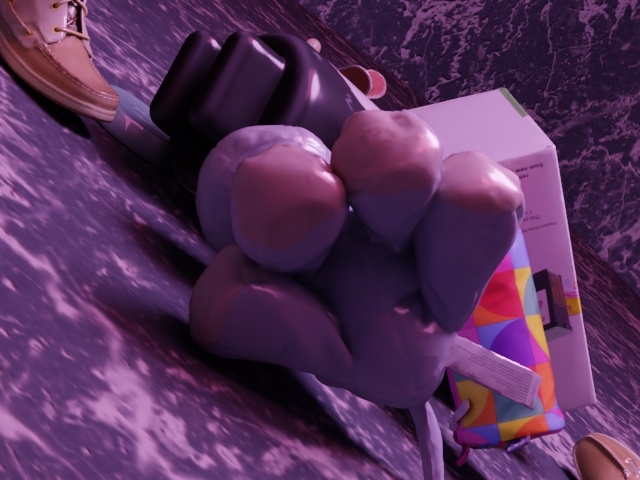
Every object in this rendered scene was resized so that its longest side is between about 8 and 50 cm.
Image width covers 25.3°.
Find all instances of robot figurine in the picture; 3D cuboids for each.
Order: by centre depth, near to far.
[{"bbox_3d":[-0.024,-0.081,1.304,0.278,0.173,0.209,39,20,-39],"label":"robot figurine"}]

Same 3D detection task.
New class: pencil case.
[{"bbox_3d":[0.139,0.067,1.215,0.104,0.104,0.236,8,70,-70],"label":"pencil case"}]

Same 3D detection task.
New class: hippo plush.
[{"bbox_3d":[0.031,-0.007,1.089,0.294,0.234,0.236,35,14,-27],"label":"hippo plush"}]

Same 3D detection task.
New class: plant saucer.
[{"bbox_3d":[-0.173,-0.111,1.336,0.119,0.021,0.119,40,12,-10],"label":"plant saucer"}]

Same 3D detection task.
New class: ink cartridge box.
[{"bbox_3d":[0.174,0.016,1.408,0.201,0.117,0.278,-107,-176,-67],"label":"ink cartridge box"}]

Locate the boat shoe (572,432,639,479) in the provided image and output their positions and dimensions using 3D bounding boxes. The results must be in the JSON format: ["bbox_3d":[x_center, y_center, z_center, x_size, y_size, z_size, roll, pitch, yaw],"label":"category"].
[{"bbox_3d":[0.302,0.261,1.414,0.072,0.068,0.190,15,27,-40],"label":"boat shoe"}]

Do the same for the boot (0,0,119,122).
[{"bbox_3d":[-0.213,-0.218,1.237,0.213,0.165,0.077,46,13,26],"label":"boot"}]

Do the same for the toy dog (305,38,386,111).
[{"bbox_3d":[0.084,-0.196,2.125,0.333,0.161,0.220,39,12,-12],"label":"toy dog"}]
